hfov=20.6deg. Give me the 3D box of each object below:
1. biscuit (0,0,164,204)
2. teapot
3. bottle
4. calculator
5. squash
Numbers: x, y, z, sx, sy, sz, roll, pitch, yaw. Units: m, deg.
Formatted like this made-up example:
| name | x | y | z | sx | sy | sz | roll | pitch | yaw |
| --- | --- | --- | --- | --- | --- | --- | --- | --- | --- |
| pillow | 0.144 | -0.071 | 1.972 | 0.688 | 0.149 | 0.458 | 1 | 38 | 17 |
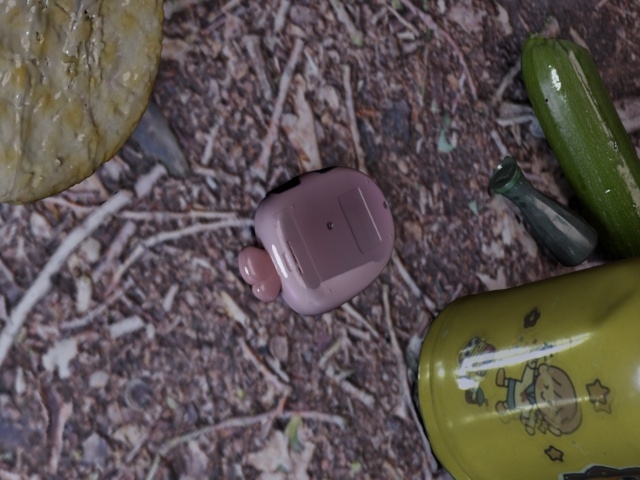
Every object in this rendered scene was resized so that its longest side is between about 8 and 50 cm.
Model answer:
| name | x | y | z | sx | sy | sz | roll | pitch | yaw |
| --- | --- | --- | --- | --- | --- | --- | --- | --- | --- |
| biscuit | -0.185 | -0.129 | 1.142 | 0.220 | 0.033 | 0.219 | -15 | 112 | -44 |
| teapot | 0.189 | -0.025 | 1.516 | 0.111 | 0.043 | 0.042 | 41 | 53 | -23 |
| bottle | 0.248 | 0.094 | 1.315 | 0.172 | 0.351 | 0.171 | 13 | 70 | -40 |
| calculator | 0.000 | 0.000 | 1.335 | 0.166 | 0.024 | 0.103 | -30 | 100 | -45 |
| squash | 0.241 | -0.082 | 1.560 | 0.069 | 0.069 | 0.238 | -41 | 108 | -42 |
